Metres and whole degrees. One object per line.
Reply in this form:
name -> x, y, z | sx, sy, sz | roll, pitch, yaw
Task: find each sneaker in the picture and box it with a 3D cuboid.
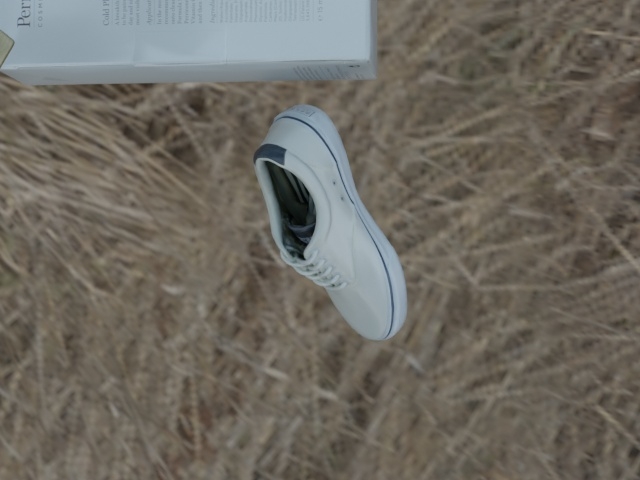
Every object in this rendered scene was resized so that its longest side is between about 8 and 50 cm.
sneaker -> 0.000, 0.000, 1.658 | 0.091, 0.094, 0.258 | -46, 121, -38

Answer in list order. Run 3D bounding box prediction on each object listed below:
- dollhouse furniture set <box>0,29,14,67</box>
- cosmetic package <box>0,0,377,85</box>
dollhouse furniture set -> -0.286, -0.090, 1.059 | 0.161, 0.101, 0.182 | 37, 73, -35
cosmetic package -> -0.099, -0.311, 1.332 | 0.284, 0.097, 0.377 | 0, 86, 5
